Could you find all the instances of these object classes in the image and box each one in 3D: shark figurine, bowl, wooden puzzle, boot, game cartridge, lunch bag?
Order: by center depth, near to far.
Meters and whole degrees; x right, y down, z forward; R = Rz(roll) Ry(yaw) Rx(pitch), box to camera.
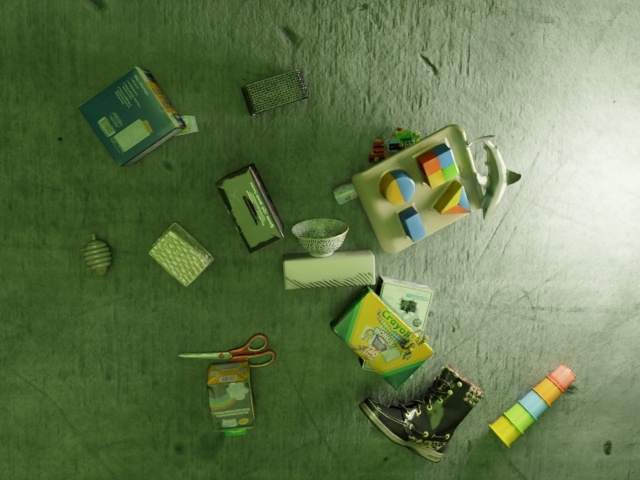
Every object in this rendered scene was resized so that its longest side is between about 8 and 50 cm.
[{"bbox_3d":[0.529,-0.212,1.899,0.166,0.116,0.278,-41,129,-35],"label":"shark figurine"},{"bbox_3d":[0.303,-0.133,1.907,0.348,0.080,0.322,-26,126,2],"label":"wooden puzzle"},{"bbox_3d":[-0.410,-0.343,1.922,0.083,0.017,0.056,-13,96,-2],"label":"game cartridge"},{"bbox_3d":[0.000,0.000,1.934,0.170,0.170,0.080,-4,111,-3],"label":"bowl"},{"bbox_3d":[0.074,-0.143,1.950,0.071,0.083,0.053,-24,99,0],"label":"lunch bag"},{"bbox_3d":[0.323,0.510,2.016,0.377,0.138,0.284,37,93,-26],"label":"boot"}]

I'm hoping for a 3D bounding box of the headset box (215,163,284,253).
[{"bbox_3d":[-0.196,-0.096,1.834,0.110,0.293,0.218,-25,99,1],"label":"headset box"}]

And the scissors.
[{"bbox_3d":[-0.292,0.372,2.038,0.297,0.021,0.109,-14,101,-3],"label":"scissors"}]

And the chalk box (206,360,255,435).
[{"bbox_3d":[-0.272,0.502,2.000,0.132,0.132,0.213,-5,107,-4],"label":"chalk box"}]

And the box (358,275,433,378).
[{"bbox_3d":[0.236,0.272,2.024,0.169,0.087,0.290,13,98,-5],"label":"box"}]

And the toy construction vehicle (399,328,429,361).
[{"bbox_3d":[0.263,0.296,1.859,0.098,0.086,0.035,-42,92,3],"label":"toy construction vehicle"}]

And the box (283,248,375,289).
[{"bbox_3d":[0.024,0.087,1.970,0.275,0.113,0.094,-3,100,-2],"label":"box"}]

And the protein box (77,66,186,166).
[{"bbox_3d":[-0.531,-0.351,1.842,0.201,0.136,0.200,-33,98,6],"label":"protein box"}]

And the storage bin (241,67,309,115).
[{"bbox_3d":[-0.131,-0.429,1.872,0.180,0.122,0.084,-19,100,-1],"label":"storage bin"}]

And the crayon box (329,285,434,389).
[{"bbox_3d":[0.182,0.290,1.937,0.278,0.081,0.165,43,94,-8],"label":"crayon box"}]

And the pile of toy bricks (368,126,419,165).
[{"bbox_3d":[0.250,-0.292,1.940,0.212,0.118,0.105,-2,64,6],"label":"pile of toy bricks"}]

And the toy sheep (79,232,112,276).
[{"bbox_3d":[-0.668,0.044,1.932,0.091,0.091,0.132,-16,94,-1],"label":"toy sheep"}]

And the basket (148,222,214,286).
[{"bbox_3d":[-0.417,0.044,1.937,0.167,0.103,0.113,43,95,-10],"label":"basket"}]

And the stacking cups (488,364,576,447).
[{"bbox_3d":[0.695,0.533,2.104,0.316,0.096,0.096,-42,99,-2],"label":"stacking cups"}]
